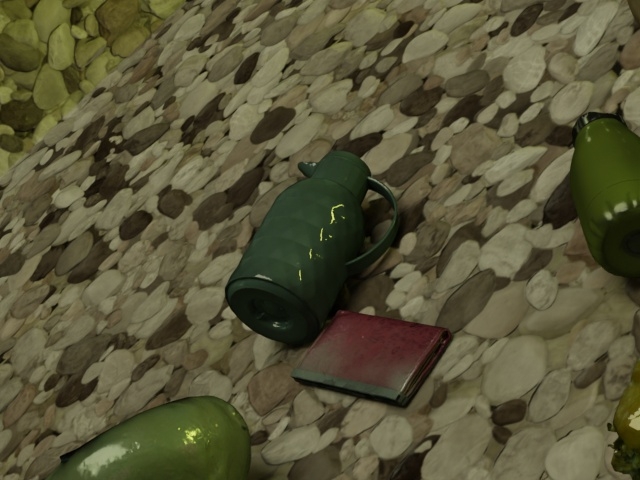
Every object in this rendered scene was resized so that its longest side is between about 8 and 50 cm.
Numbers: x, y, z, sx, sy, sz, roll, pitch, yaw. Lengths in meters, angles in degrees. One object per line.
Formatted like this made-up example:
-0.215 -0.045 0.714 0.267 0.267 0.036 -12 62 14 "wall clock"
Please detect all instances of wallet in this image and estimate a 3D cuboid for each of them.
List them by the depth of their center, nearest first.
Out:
0.063 0.147 2.078 0.232 0.025 0.119 7 55 55 "wallet"

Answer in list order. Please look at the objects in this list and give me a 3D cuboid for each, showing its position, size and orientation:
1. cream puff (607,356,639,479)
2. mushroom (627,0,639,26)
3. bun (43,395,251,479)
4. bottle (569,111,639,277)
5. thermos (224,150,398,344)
0.373 0.160 1.508 0.195 0.221 0.194 -2 76 10 "cream puff"
0.522 -0.378 1.931 0.362 0.294 0.362 -24 40 22 "mushroom"
-0.204 0.330 1.986 0.293 0.293 0.187 -34 71 15 "bun"
0.352 -0.067 1.917 0.112 0.112 0.260 -33 29 18 "bottle"
0.000 0.000 2.250 0.182 0.145 0.286 15 55 21 "thermos"
